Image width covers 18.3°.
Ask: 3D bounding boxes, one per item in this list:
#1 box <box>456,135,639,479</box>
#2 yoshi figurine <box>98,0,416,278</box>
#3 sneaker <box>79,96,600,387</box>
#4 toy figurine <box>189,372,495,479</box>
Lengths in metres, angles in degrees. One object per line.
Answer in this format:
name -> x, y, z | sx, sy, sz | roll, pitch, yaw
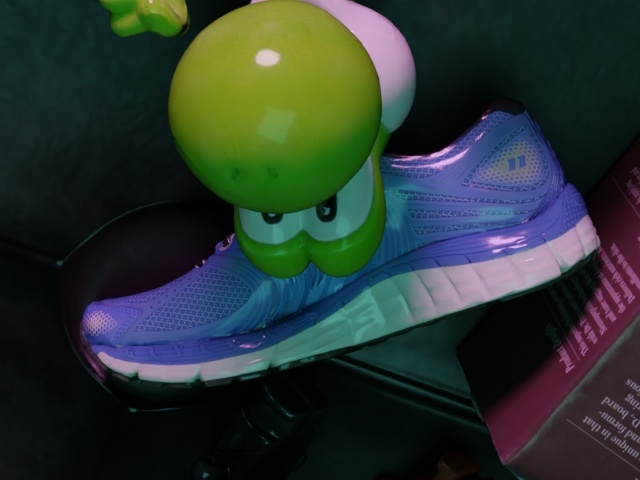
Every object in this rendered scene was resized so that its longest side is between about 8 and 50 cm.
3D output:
box -> 0.222, 0.074, 1.261 | 0.167, 0.168, 0.203 | 35, 105, -18
yoshi figurine -> -0.015, -0.162, 1.068 | 0.203, 0.203, 0.362 | 1, 84, -41
sneaker -> 0.000, 0.000, 1.248 | 0.330, 0.130, 0.147 | -19, 86, 11
toy figurine -> 0.008, 0.215, 1.276 | 0.213, 0.209, 0.148 | 26, 117, -17
